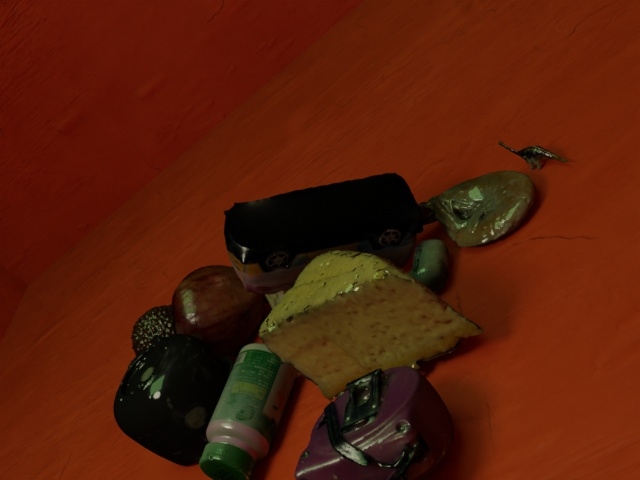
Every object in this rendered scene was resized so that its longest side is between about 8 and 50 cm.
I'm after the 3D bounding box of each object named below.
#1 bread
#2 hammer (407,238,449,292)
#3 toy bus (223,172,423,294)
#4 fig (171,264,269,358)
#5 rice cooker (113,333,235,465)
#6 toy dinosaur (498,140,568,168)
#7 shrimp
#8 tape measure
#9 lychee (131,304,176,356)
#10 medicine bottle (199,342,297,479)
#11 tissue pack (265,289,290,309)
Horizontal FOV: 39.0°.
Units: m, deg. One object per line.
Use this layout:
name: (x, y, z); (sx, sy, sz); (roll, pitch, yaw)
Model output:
bread: (0.075, 0.168, 1.593); (0.279, 0.248, 0.315); (-48, 15, -4)
hammer: (0.175, 0.082, 1.792); (0.194, 0.069, 0.116); (-39, 25, 36)
toy bus: (0.000, 0.000, 1.802); (0.386, 0.162, 0.171); (-11, 48, -12)
fig: (-0.249, 0.172, 2.158); (0.224, 0.224, 0.263); (-19, 18, 46)
rice cooker: (-0.314, 0.342, 1.986); (0.267, 0.224, 0.267); (-38, 24, 21)
toy dinosaur: (0.424, -0.163, 1.768); (0.180, 0.058, 0.037); (11, 69, 47)
shrimp: (0.286, -0.051, 1.789); (0.317, 0.077, 0.168); (-17, 40, 43)
tape measure: (0.088, 0.310, 1.426); (0.231, 0.149, 0.245); (-32, 12, 18)
lychee: (-0.389, 0.256, 2.303); (0.188, 0.188, 0.188); (-37, 27, 22)
medicine bottle: (-0.146, 0.350, 1.814); (0.133, 0.133, 0.274); (-22, 34, 43)
tissue pack: (-0.051, 0.093, 1.989); (0.125, 0.159, 0.234); (-7, 20, -13)
